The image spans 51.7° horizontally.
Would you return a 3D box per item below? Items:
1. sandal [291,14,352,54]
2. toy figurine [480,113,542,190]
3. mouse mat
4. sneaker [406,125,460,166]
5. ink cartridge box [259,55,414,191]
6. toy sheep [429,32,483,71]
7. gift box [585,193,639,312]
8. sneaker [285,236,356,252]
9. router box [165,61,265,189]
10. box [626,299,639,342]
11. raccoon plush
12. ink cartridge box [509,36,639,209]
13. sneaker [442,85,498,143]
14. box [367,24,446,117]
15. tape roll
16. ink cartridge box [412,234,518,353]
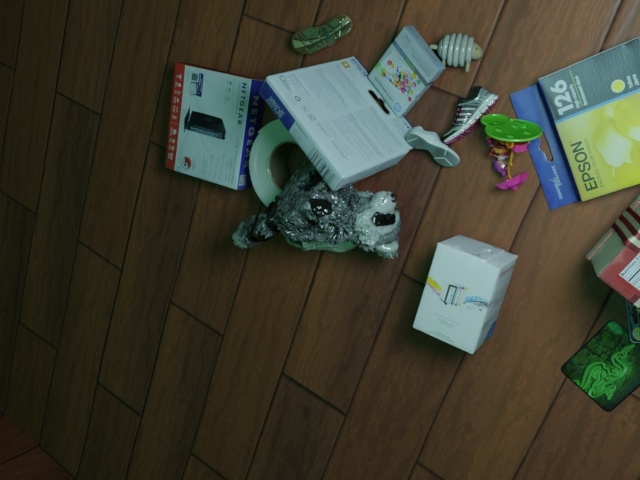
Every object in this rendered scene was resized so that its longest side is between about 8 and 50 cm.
[{"bbox_3d":[0.008,-0.565,1.820,0.180,0.049,0.072,-19,95,18],"label":"sandal"},{"bbox_3d":[0.444,-0.202,1.589,0.173,0.130,0.159,-130,30,-53],"label":"toy figurine"},{"bbox_3d":[0.695,0.302,1.585,0.152,0.007,0.190,43,119,17],"label":"mouse mat"},{"bbox_3d":[0.296,-0.246,1.695,0.152,0.061,0.054,33,139,0],"label":"sneaker"},{"bbox_3d":[0.060,-0.309,1.685,0.324,0.330,0.071,54,138,12],"label":"ink cartridge box"},{"bbox_3d":[0.332,-0.464,1.616,0.132,0.091,0.091,8,104,11],"label":"toy sheep"},{"bbox_3d":[0.724,0.051,1.353,0.276,0.258,0.255,43,110,5],"label":"gift box"},{"bbox_3d":[0.000,0.000,1.885,0.232,0.115,0.091,0,104,32],"label":"sneaker"},{"bbox_3d":[-0.329,-0.356,2.039,0.301,0.082,0.336,18,108,28],"label":"router box"},{"bbox_3d":[0.808,0.160,1.470,0.225,0.036,0.137,-5,96,31],"label":"box"},{"bbox_3d":[0.013,-0.044,1.792,0.299,0.216,0.446,37,145,-27],"label":"raccoon plush"},{"bbox_3d":[0.615,-0.253,1.494,0.307,0.072,0.304,-20,89,30],"label":"ink cartridge box"},{"bbox_3d":[0.359,-0.315,1.641,0.170,0.063,0.075,-46,75,24],"label":"sneaker"},{"bbox_3d":[0.216,-0.429,1.685,0.145,0.038,0.186,56,143,10],"label":"box"},{"bbox_3d":[-0.065,-0.213,1.895,0.286,0.100,0.287,7,103,31],"label":"tape roll"},{"bbox_3d":[0.364,0.127,1.656,0.168,0.171,0.233,23,110,26],"label":"ink cartridge box"}]
